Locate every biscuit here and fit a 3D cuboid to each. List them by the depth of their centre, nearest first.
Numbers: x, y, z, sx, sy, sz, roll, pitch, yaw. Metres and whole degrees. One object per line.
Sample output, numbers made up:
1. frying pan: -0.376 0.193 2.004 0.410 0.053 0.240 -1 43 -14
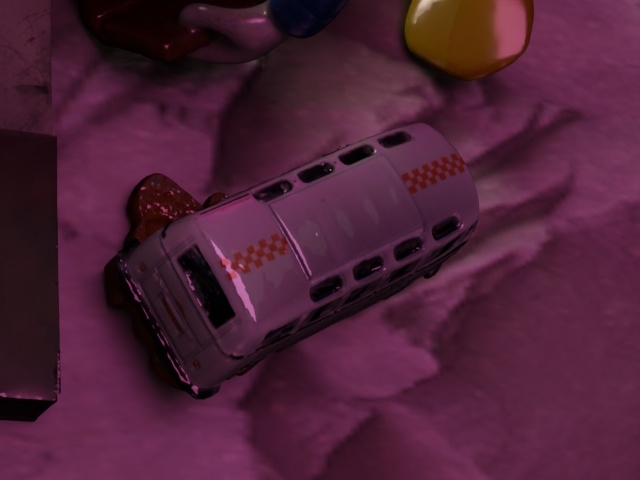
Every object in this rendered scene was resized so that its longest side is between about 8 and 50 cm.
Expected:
1. biscuit: -0.050 0.024 0.899 0.129 0.019 0.119 3 67 -27

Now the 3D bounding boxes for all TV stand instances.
1. TV stand: -0.160 -0.040 0.855 0.049 0.040 0.257 5 67 -25

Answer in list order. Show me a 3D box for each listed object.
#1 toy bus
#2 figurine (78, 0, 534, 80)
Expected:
1. toy bus: 0.000 0.000 0.871 0.194 0.089 0.087 -24 82 -36
2. figurine: -0.013 -0.209 0.885 0.283 0.338 0.205 -22 71 2
